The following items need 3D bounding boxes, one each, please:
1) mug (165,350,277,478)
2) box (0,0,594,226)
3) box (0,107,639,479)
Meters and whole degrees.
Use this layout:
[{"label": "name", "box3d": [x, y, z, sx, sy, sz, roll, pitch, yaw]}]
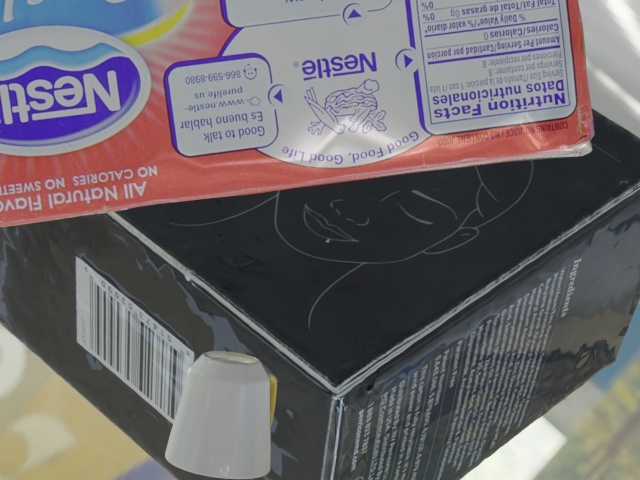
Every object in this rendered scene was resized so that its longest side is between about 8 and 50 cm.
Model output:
[{"label": "mug", "box3d": [-0.056, 0.098, 1.003, 0.062, 0.064, 0.078, 7, -172, -4]}, {"label": "box", "box3d": [-0.071, -0.086, 0.594, 0.142, 0.300, 0.154, -131, 33, -84]}, {"label": "box", "box3d": [0.000, 0.000, 1.685, 0.480, 0.471, 0.297, 37, 141, 28]}]
